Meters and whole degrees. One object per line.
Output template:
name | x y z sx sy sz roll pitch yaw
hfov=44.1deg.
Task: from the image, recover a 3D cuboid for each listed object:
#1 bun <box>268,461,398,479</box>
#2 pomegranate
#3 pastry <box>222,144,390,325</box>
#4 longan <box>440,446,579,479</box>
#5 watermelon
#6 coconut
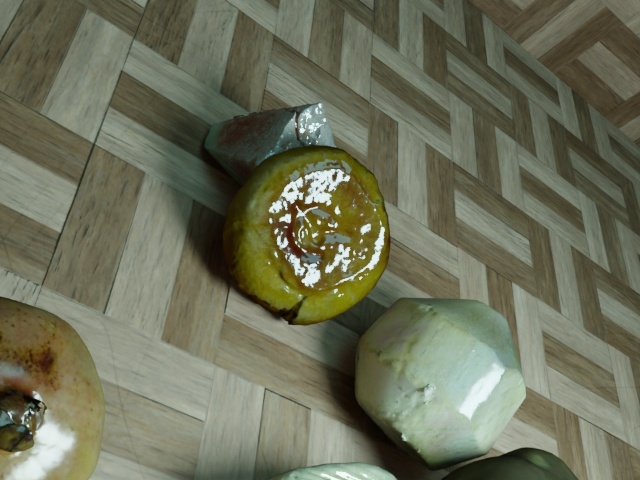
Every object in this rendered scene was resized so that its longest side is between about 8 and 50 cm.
bun | 0.028 0.513 1.219 0.349 0.227 0.352 28 26 -8
pomegranate | -0.412 0.218 0.929 0.338 0.338 0.338 26 45 -30
pastry | -0.023 -0.011 1.527 0.356 0.356 0.164 37 -4 -19
longan | 0.336 0.556 1.411 0.404 0.336 0.405 -26 123 -49
watermelon | -0.081 -0.177 1.656 0.310 0.232 0.193 41 71 -6
coconut | 0.241 0.261 1.583 0.352 0.352 0.353 26 45 -30
